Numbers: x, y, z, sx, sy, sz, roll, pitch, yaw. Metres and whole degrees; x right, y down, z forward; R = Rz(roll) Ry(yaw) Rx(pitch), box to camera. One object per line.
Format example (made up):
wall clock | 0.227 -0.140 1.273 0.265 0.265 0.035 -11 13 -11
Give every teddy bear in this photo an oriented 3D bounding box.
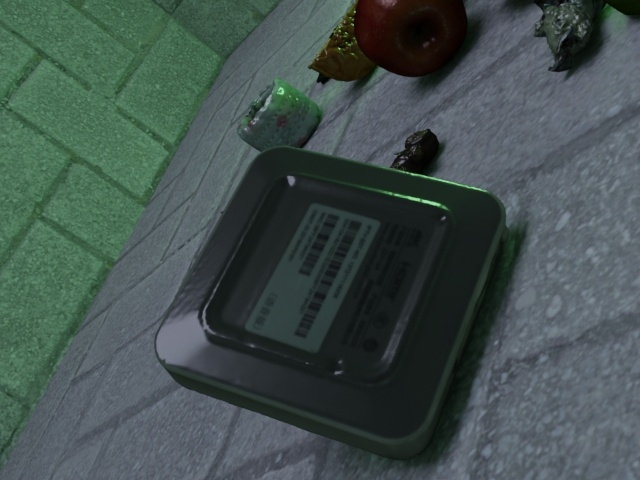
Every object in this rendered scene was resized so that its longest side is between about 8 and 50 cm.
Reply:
teddy bear | 0.142 -0.122 1.554 0.160 0.078 0.119 -38 -4 -5
teddy bear | 0.371 -0.343 1.363 0.133 0.111 0.213 117 151 -56

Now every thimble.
thimble | -0.111 -0.307 2.359 0.185 0.149 0.211 -58 18 -6

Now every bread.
bread | 0.080 -0.473 2.198 0.229 0.139 0.143 -56 16 -8

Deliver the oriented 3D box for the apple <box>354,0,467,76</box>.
apple | 0.175 -0.429 1.779 0.218 0.218 0.201 -47 27 20

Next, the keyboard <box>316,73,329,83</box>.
keyboard | 0.097 -0.523 2.418 0.317 0.027 0.106 -32 32 48

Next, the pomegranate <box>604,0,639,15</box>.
pomegranate | 0.440 -0.436 1.246 0.190 0.159 0.241 -33 23 46

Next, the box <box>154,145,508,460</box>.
box | 0.019 0.058 1.163 0.372 0.090 0.367 14 61 21

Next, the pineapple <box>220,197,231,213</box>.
pineapple | -0.121 -0.011 1.889 0.224 0.076 0.225 -13 58 22
